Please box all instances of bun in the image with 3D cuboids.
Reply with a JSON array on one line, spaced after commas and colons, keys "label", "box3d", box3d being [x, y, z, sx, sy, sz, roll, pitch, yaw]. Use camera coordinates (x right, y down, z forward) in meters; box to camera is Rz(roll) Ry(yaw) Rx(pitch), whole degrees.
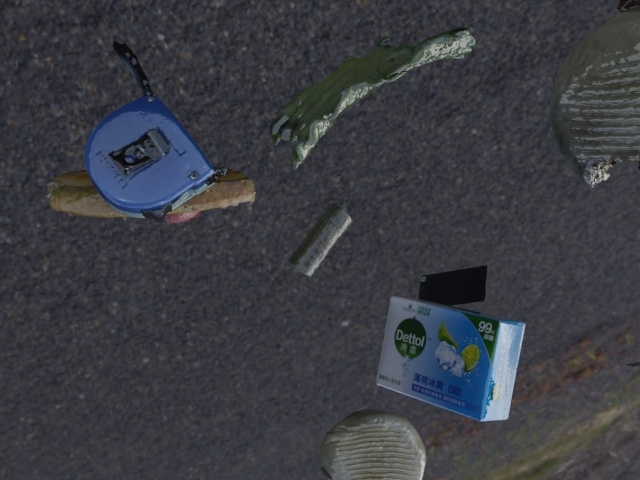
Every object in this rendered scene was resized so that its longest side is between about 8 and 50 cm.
[{"label": "bun", "box3d": [0.080, 0.361, 1.183, 0.173, 0.166, 0.113, 32, 157, -6]}, {"label": "bun", "box3d": [0.481, -0.211, 1.035, 0.205, 0.281, 0.281, -32, 154, -40]}]

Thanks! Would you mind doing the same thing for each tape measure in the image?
[{"label": "tape measure", "box3d": [-0.360, -0.204, 1.324, 0.215, 0.351, 0.098, -37, 173, -15]}]

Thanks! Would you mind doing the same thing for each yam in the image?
[{"label": "yam", "box3d": [0.000, 0.000, 1.579, 0.169, 0.068, 0.068, -52, 143, -5]}]

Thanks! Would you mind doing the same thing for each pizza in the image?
[{"label": "pizza", "box3d": [-0.350, -0.112, 1.611, 0.440, 0.406, 0.130, -1, 102, 1]}]

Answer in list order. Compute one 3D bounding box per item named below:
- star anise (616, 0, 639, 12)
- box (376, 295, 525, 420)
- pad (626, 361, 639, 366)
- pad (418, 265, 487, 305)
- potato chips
[{"label": "star anise", "box3d": [0.581, -0.445, 1.228, 0.126, 0.190, 0.220, -2, 150, 38]}, {"label": "box", "box3d": [0.184, 0.166, 1.031, 0.073, 0.194, 0.139, 11, 89, -44]}, {"label": "pad", "box3d": [0.711, 0.188, 1.241, 0.330, 0.004, 0.220, -14, 167, 17]}, {"label": "pad", "box3d": [0.348, 0.125, 1.889, 0.193, 0.116, 0.004, -11, 138, 31]}, {"label": "potato chips", "box3d": [0.085, -0.276, 1.288, 0.389, 0.373, 0.097, -31, 109, -2]}]
